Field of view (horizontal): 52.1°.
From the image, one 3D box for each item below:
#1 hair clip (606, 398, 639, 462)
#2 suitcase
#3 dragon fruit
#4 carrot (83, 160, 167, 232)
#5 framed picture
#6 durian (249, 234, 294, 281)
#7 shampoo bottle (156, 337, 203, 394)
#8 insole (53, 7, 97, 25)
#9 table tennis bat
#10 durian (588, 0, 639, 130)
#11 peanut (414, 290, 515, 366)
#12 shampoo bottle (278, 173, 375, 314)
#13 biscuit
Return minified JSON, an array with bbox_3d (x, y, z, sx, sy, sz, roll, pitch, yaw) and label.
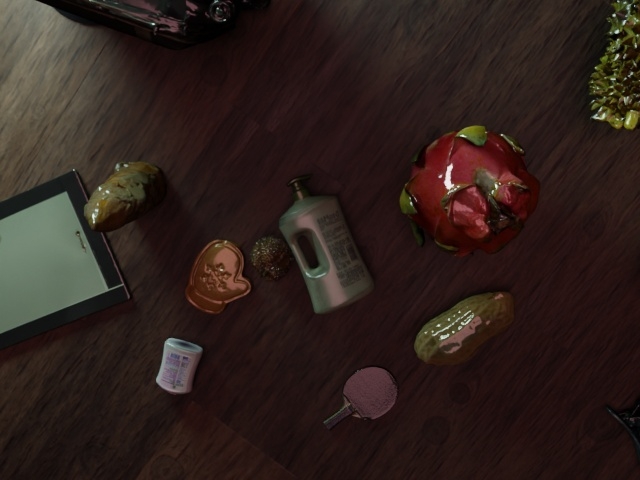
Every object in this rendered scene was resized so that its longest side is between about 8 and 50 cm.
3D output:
[{"bbox_3d":[0.565,0.394,1.156,0.070,0.039,0.230,-15,97,6],"label":"hair clip"},{"bbox_3d":[-0.304,-0.440,1.019,0.433,0.283,0.194,21,116,1],"label":"suitcase"},{"bbox_3d":[0.236,-0.073,1.042,0.223,0.227,0.224,3,102,13],"label":"dragon fruit"},{"bbox_3d":[-0.330,-0.062,1.079,0.101,0.263,0.102,1,109,2],"label":"carrot"},{"bbox_3d":[-0.556,0.050,1.236,0.346,0.016,0.265,-22,94,9],"label":"framed picture"},{"bbox_3d":[-0.087,0.034,1.151,0.080,0.091,0.080,6,121,11],"label":"durian"},{"bbox_3d":[-0.264,0.239,1.217,0.072,0.043,0.099,16,99,4],"label":"shampoo bottle"},{"bbox_3d":[-0.472,-0.459,1.167,0.232,0.003,0.080,35,99,1],"label":"insole"},{"bbox_3d":[0.072,0.296,1.205,0.158,0.014,0.095,-39,93,7],"label":"table tennis bat"},{"bbox_3d":[0.534,-0.295,0.970,0.258,0.258,0.293,24,128,2],"label":"durian"},{"bbox_3d":[0.253,0.155,1.133,0.194,0.083,0.093,-31,94,8],"label":"peanut"},{"bbox_3d":[0.000,0.000,1.135,0.118,0.087,0.234,-24,94,-9],"label":"shampoo bottle"},{"bbox_3d":[-0.180,0.070,1.197,0.118,0.023,0.140,19,98,4],"label":"biscuit"}]
